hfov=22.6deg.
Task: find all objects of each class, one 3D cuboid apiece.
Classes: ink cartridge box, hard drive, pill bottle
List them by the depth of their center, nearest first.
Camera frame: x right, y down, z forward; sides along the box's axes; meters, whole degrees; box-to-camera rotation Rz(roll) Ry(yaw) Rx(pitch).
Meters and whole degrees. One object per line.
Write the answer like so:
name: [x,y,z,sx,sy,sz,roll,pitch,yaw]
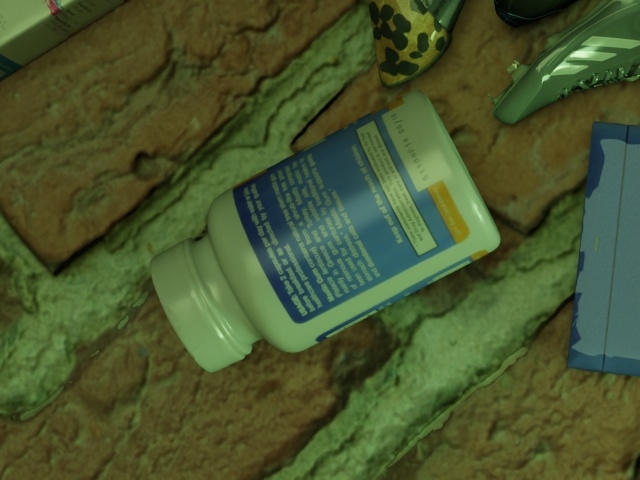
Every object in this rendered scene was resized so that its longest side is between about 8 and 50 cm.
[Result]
hard drive: [0.376,0.020,1.329,0.318,0.040,0.210,6,85,11]
pill bottle: [0.000,0.000,1.346,0.272,0.152,0.152,-27,80,6]
ink cartridge box: [-0.255,-0.256,1.459,0.231,0.078,0.134,-30,80,6]

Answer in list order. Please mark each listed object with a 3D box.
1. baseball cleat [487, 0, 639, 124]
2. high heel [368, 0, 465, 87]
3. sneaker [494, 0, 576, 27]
baseball cleat: [0.246,-0.151,1.358,0.206,0.072,0.109,-43,85,7]
high heel: [0.017,-0.262,1.412,0.261,0.093,0.186,31,104,19]
sneaker: [0.234,-0.271,1.375,0.232,0.090,0.081,-38,77,-17]
